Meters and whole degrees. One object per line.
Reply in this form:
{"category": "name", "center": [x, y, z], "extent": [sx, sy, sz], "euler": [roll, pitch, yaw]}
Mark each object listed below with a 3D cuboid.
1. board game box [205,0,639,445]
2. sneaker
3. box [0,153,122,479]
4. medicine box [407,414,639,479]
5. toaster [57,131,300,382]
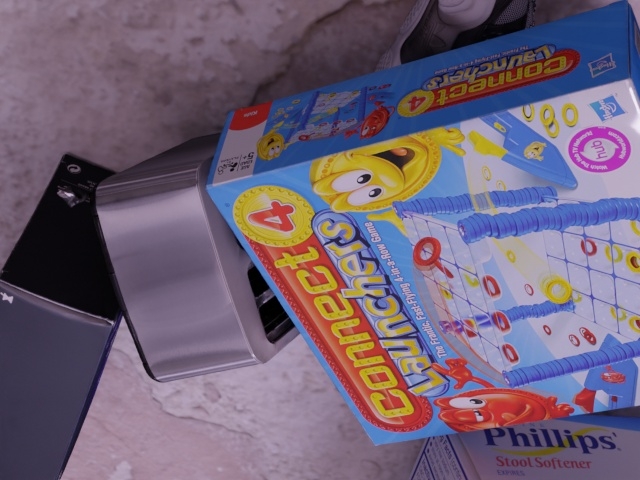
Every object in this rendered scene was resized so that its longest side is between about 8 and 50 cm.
{"category": "board game box", "center": [0.122, 0.008, 0.944], "extent": [0.302, 0.086, 0.308], "euler": [-13, 130, 24]}
{"category": "sneaker", "center": [0.143, -0.139, 0.935], "extent": [0.153, 0.101, 0.268], "euler": [27, 131, -9]}
{"category": "box", "center": [-0.232, 0.088, 1.112], "extent": [0.103, 0.184, 0.261], "euler": [22, 126, -4]}
{"category": "medicine box", "center": [0.200, 0.302, 1.141], "extent": [0.263, 0.149, 0.289], "euler": [5, 125, -20]}
{"category": "toaster", "center": [-0.087, 0.007, 1.003], "extent": [0.110, 0.185, 0.168], "euler": [-12, 102, 28]}
